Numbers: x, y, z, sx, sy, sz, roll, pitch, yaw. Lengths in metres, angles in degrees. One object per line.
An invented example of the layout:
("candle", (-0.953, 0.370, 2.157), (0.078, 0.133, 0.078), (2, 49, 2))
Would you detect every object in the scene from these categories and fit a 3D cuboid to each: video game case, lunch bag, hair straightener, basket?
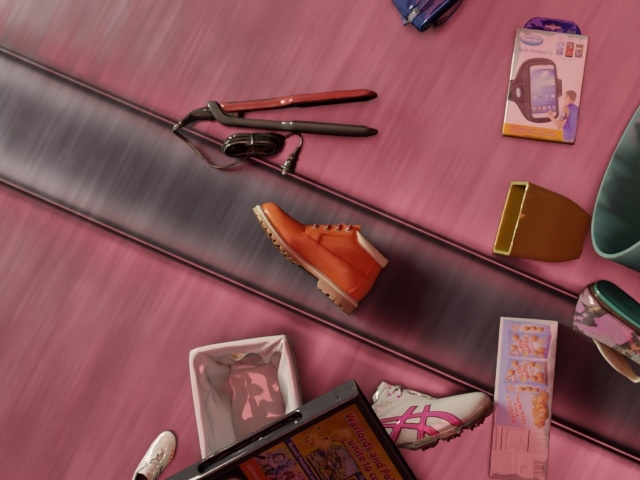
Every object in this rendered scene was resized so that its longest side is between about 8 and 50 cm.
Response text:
("video game case", (-0.014, 0.302, 1.877), (0.248, 0.035, 0.275), (-28, 124, 4))
("lunch bag", (0.123, -0.272, 1.932), (0.098, 0.067, 0.065), (-44, 86, 4))
("hair straightener", (-0.049, -0.117, 1.954), (0.230, 0.047, 0.089), (-3, 89, 5))
("basket", (-0.072, 0.189, 1.925), (0.113, 0.103, 0.167), (-9, 89, 5))

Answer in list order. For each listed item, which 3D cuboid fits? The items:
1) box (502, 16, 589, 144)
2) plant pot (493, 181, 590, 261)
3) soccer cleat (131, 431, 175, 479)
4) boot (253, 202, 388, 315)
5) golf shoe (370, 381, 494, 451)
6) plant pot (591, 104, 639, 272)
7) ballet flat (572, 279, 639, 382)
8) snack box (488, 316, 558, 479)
("box", (0.248, -0.177, 1.941), (0.081, 0.028, 0.136), (7, 92, 5))
("plant pot", (0.244, -0.015, 1.916), (0.083, 0.081, 0.081), (14, 91, -7))
("soccer cleat", (-0.188, 0.251, 1.968), (0.029, 0.035, 0.083), (33, 92, 5))
("boot", (0.000, 0.000, 1.948), (0.158, 0.059, 0.084), (42, 90, -4))
("golf shoe", (0.095, 0.191, 1.929), (0.186, 0.067, 0.086), (-18, 86, 5))
("plant pot", (0.456, -0.058, 1.802), (0.235, 0.293, 0.293), (28, 92, -9))
("ballet flat", (0.365, 0.127, 1.893), (0.221, 0.077, 0.079), (35, 123, 24))
("snack box", (0.223, 0.175, 1.941), (0.064, 0.022, 0.178), (4, 90, 6))
